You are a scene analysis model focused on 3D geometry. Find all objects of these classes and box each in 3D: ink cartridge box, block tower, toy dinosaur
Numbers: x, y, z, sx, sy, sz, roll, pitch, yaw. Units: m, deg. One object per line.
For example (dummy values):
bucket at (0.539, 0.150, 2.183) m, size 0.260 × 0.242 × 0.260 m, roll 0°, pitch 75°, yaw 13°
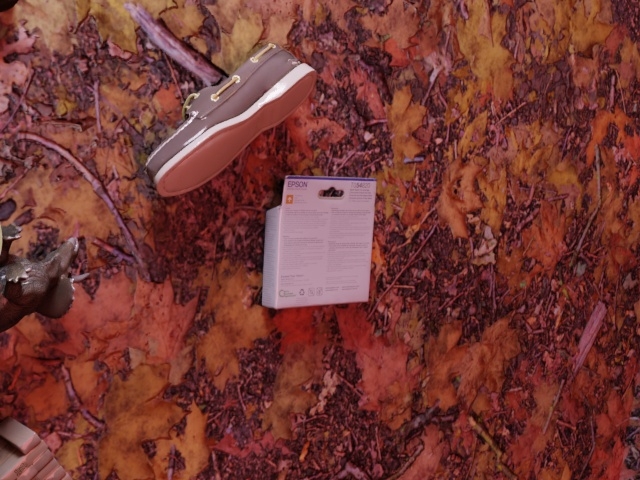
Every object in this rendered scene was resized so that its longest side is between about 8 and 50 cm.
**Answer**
ink cartridge box at (0.000, 0.000, 1.798) m, size 0.223 × 0.045 × 0.224 m, roll 0°, pitch 98°, yaw -43°
block tower at (-0.372, 0.406, 1.512) m, size 0.097 × 0.091 × 0.335 m, roll -44°, pitch 124°, yaw -28°
toy dinosaur at (-0.437, 0.077, 1.362) m, size 0.313 × 0.121 × 0.160 m, roll -25°, pitch 145°, yaw -24°

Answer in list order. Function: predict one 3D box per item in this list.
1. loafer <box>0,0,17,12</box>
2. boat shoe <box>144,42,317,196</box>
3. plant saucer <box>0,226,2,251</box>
loafer at (-0.415, -0.396, 1.318) m, size 0.080 × 0.078 × 0.220 m, roll -32°, pitch 119°, yaw -34°
boat shoe at (-0.147, -0.188, 1.593) m, size 0.324 × 0.097 × 0.116 m, roll -41°, pitch 164°, yaw -25°
plant saucer at (-0.506, -0.005, 1.257) m, size 0.241 × 0.241 × 0.037 m, roll -17°, pitch 153°, yaw -39°
